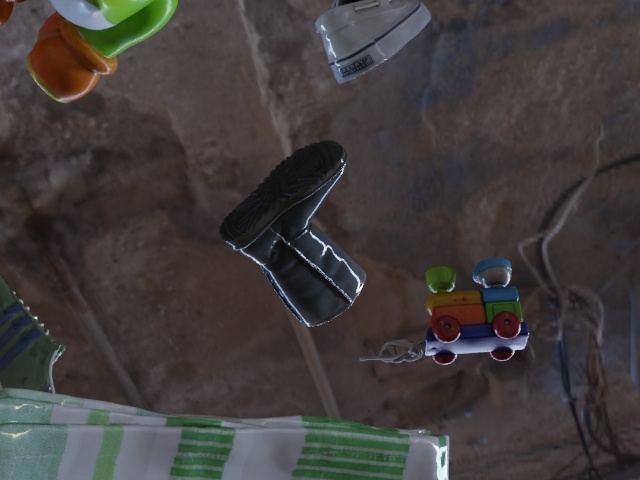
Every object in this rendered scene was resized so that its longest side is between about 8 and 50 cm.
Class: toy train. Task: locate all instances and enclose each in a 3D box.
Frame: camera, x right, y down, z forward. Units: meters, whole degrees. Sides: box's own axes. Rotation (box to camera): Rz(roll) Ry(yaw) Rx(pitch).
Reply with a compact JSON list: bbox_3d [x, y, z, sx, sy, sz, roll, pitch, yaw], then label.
[{"bbox_3d":[0.178,0.103,1.707,0.248,0.105,0.143,-4,-119,1],"label":"toy train"}]

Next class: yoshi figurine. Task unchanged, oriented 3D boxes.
[{"bbox_3d":[-0.119,-0.284,0.876,0.362,0.204,0.203,-34,-101,26],"label":"yoshi figurine"}]

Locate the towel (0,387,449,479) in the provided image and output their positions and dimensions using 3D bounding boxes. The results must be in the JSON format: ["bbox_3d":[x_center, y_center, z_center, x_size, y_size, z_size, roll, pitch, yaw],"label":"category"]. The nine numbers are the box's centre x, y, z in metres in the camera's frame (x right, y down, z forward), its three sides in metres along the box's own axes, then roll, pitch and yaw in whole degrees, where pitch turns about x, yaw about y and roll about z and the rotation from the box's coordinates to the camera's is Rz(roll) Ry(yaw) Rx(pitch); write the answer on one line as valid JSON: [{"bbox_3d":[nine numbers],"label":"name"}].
[{"bbox_3d":[-0.056,0.220,0.668,0.038,0.325,0.247,-14,-109,55],"label":"towel"}]

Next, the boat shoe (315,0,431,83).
[{"bbox_3d":[0.053,-0.255,1.309,0.096,0.088,0.267,-23,-166,28],"label":"boat shoe"}]

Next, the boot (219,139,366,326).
[{"bbox_3d":[0.000,-0.002,1.360,0.190,0.208,0.076,-37,-141,11],"label":"boot"}]

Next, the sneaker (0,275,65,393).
[{"bbox_3d":[-0.285,0.099,1.075,0.086,0.064,0.192,-2,-118,-31],"label":"sneaker"}]
